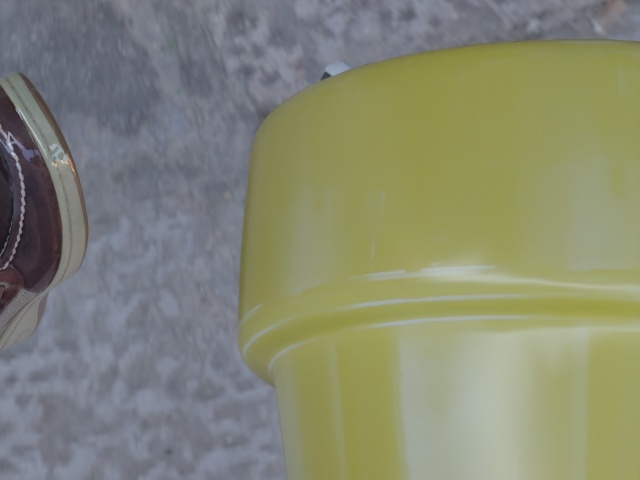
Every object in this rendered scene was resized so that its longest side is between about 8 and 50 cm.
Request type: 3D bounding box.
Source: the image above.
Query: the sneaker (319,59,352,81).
[{"bbox_3d":[0.000,0.000,1.541,0.147,0.104,0.295,-18,119,-14],"label":"sneaker"}]

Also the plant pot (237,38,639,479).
[{"bbox_3d":[0.090,0.087,0.627,0.254,0.254,0.239,9,74,-12],"label":"plant pot"}]

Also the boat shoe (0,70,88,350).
[{"bbox_3d":[-0.260,0.004,1.321,0.123,0.342,0.123,-24,76,-29],"label":"boat shoe"}]
